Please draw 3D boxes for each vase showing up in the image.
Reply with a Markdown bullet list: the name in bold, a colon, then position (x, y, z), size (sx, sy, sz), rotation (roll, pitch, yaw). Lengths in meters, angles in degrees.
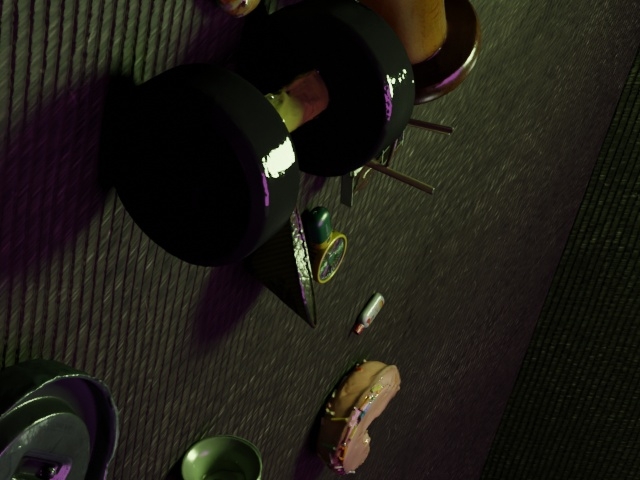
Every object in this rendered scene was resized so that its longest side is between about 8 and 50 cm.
- **vase**: position (-0.145, 0.442, 2.025), size (0.173, 0.173, 0.321), rotation (-47, 150, -37)

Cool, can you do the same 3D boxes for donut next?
- **donut**: position (0.063, 0.329, 2.495), size (0.233, 0.085, 0.199), rotation (-65, 161, 6)

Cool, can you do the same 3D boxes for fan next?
- **fan**: position (0.000, 0.000, 1.977), size (0.082, 0.039, 0.155), rotation (-52, 157, -25)

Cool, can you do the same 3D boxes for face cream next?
- **face cream**: position (0.086, 0.134, 2.395), size (0.083, 0.021, 0.040), rotation (-54, 158, -22)

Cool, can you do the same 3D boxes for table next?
- **table**: position (0.061, -0.156, 1.889), size (0.146, 0.062, 0.175), rotation (-51, 161, -29)

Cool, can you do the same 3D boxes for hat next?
- **hat**: position (-0.060, 0.033, 1.822), size (0.193, 0.082, 0.193), rotation (-11, 90, -85)

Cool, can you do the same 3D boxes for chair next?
- **chair**: position (0.061, -0.148, 1.734), size (0.095, 0.221, 0.104), rotation (-77, -177, -58)

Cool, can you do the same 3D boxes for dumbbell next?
- **dumbbell**: position (-0.057, -0.125, 1.426), size (0.322, 0.203, 0.204), rotation (-39, 150, -48)

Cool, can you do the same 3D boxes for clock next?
- **clock**: position (-0.318, 0.253, 1.373), size (0.280, 0.055, 0.280), rotation (-45, 149, -38)

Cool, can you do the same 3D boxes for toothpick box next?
- **toothpick box**: position (0.090, -0.296, 1.618), size (0.192, 0.192, 0.294), rotation (-56, 153, -19)

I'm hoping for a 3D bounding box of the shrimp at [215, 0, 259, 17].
- **shrimp**: position (-0.088, -0.293, 1.372), size (0.099, 0.041, 0.180), rotation (-62, 160, -4)
